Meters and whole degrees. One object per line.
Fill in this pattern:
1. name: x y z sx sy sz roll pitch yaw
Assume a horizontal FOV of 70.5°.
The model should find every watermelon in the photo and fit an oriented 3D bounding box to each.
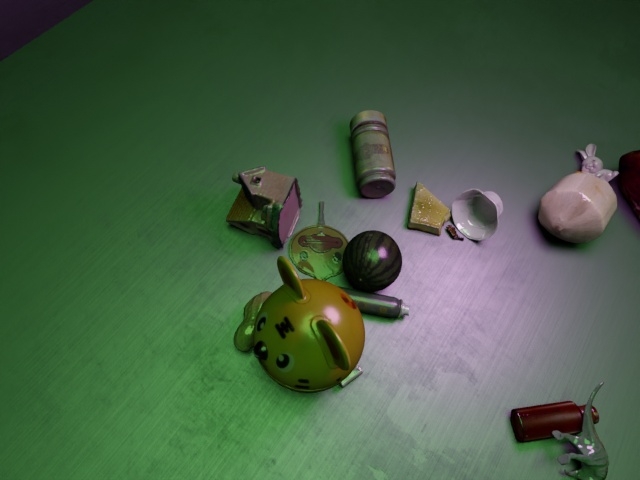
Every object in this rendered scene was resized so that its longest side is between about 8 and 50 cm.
1. watermelon: 0.175 0.072 1.551 0.212 0.212 0.212 2 64 -3

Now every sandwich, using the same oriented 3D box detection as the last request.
1. sandwich: 0.428 -0.121 1.746 0.163 0.058 0.193 14 62 1

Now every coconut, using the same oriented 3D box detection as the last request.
1. coconut: 0.943 -0.112 1.679 0.237 0.237 0.266 41 69 15

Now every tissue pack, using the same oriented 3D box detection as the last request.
1. tissue pack: 0.086 0.425 1.459 0.083 0.042 0.062 -32 70 -17

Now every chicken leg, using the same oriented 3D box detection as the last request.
1. chicken leg: 0.508 -0.026 1.723 0.036 0.021 0.083 -27 68 -33

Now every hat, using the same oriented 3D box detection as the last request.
1. hat: 0.605 -0.112 1.704 0.126 0.203 0.203 -28 67 -40

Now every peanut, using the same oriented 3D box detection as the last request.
1. peanut: -0.216 0.262 1.492 0.099 0.090 0.214 26 63 -5

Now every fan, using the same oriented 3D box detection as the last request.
1. fan: 0.000 0.000 1.679 0.230 0.011 0.335 2 64 -3

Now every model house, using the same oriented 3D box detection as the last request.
1. model house: -0.212 -0.125 1.609 0.237 0.237 0.202 19 71 10

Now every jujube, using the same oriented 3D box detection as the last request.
1. jujube: 1.318 -0.201 1.740 0.258 0.258 0.376 -24 74 -15

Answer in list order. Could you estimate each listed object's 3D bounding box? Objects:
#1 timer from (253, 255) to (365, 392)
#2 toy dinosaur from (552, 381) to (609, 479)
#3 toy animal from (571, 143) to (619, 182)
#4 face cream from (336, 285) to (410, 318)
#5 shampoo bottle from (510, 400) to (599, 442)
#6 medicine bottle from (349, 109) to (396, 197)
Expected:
1. timer: -0.038 0.260 1.336 0.376 0.387 0.376 1 57 -1
2. toy dinosaur: 0.791 0.618 1.360 0.206 0.092 0.392 22 73 -13
3. toy animal: 1.119 -0.305 1.879 0.127 0.131 0.181 -21 71 -49
4. face cream: 0.165 0.213 1.552 0.284 0.073 0.073 11 64 1
5. shampoo bottle: 0.737 0.563 1.424 0.260 0.064 0.102 -6 74 -7
6. medicine bottle: 0.205 -0.338 1.781 0.151 0.151 0.322 -2 64 -5
